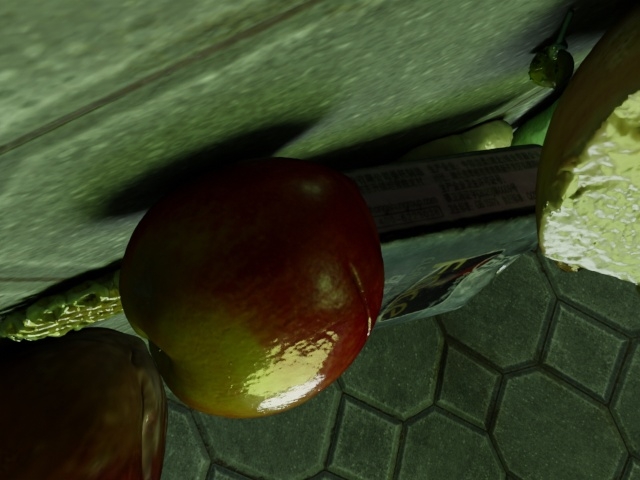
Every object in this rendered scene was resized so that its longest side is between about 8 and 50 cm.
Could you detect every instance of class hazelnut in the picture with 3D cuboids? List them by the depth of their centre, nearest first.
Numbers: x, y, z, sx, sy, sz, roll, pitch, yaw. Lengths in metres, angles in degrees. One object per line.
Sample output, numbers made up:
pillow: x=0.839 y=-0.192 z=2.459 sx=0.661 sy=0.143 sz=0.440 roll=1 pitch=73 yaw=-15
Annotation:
hazelnut: x=-0.358 y=0.275 z=1.123 sx=0.372 sy=0.315 sz=0.372 roll=-53 pitch=176 yaw=-5

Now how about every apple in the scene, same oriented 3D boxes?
apple: x=0.332 y=-0.102 z=0.646 sx=0.314 sy=0.252 sz=0.309 roll=-28 pitch=157 yaw=-33

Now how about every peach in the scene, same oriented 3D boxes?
peach: x=-0.046 y=0.031 z=0.634 sx=0.192 sy=0.190 sz=0.190 roll=-27 pitch=176 yaw=-13

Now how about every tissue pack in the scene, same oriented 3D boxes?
tissue pack: x=0.060 y=0.011 z=0.893 sx=0.361 sy=0.122 sz=0.259 roll=-8 pitch=157 yaw=-33

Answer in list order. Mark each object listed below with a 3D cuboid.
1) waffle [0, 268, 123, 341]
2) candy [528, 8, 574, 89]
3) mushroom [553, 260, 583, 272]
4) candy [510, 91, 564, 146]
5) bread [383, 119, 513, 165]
waffle: x=-0.247 y=0.067 z=0.901 sx=0.169 sy=0.036 sz=0.183 roll=-21 pitch=173 yaw=-5
candy: x=0.189 y=-0.153 z=0.673 sx=0.035 sy=0.035 sz=0.123 roll=-55 pitch=168 yaw=-7
mushroom: x=0.423 y=-0.072 z=1.736 sx=0.267 sy=0.254 sz=0.267 roll=1 pitch=-176 yaw=0
candy: x=0.335 y=-0.126 z=1.025 sx=0.142 sy=0.132 sz=0.343 roll=-7 pitch=172 yaw=-10
bread: x=0.102 y=-0.062 z=1.078 sx=0.316 sy=0.054 sz=0.316 roll=-25 pitch=173 yaw=-3
